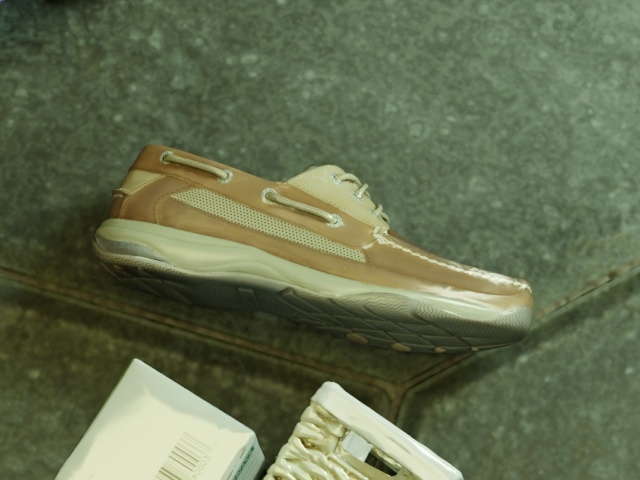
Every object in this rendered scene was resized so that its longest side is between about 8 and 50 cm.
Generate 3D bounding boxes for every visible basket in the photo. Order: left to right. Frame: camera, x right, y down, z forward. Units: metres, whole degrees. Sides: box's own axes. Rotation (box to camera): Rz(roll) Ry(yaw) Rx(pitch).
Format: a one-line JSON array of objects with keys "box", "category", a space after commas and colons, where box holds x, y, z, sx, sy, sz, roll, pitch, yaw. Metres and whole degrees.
[{"box": [0.025, 0.174, 1.228, 0.113, 0.167, 0.103, 34, 85, 10], "category": "basket"}]

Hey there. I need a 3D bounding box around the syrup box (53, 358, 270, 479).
[{"box": [-0.097, 0.160, 1.194, 0.096, 0.237, 0.093, 31, 79, 10], "category": "syrup box"}]

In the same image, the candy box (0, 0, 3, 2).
[{"box": [-0.371, -0.285, 1.295, 0.268, 0.122, 0.317, -31, 111, -12], "category": "candy box"}]

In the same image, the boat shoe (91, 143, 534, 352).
[{"box": [0.000, 0.000, 1.297, 0.324, 0.123, 0.116, 13, 74, 3], "category": "boat shoe"}]
